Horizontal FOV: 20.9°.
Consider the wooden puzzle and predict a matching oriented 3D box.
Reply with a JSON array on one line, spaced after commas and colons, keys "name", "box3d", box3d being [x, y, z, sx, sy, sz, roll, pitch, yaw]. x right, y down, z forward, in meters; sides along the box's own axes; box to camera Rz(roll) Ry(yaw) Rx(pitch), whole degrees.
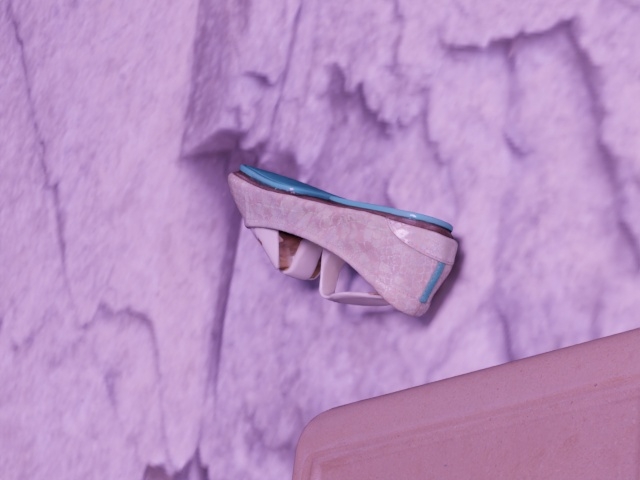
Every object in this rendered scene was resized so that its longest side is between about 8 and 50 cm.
[{"name": "wooden puzzle", "box3d": [0.060, 0.155, 0.682, 0.221, 0.044, 0.239, -20, 48, 44]}]

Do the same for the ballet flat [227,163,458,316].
[{"name": "ballet flat", "box3d": [0.000, 0.000, 0.847, 0.168, 0.057, 0.052, 18, 91, 55]}]
